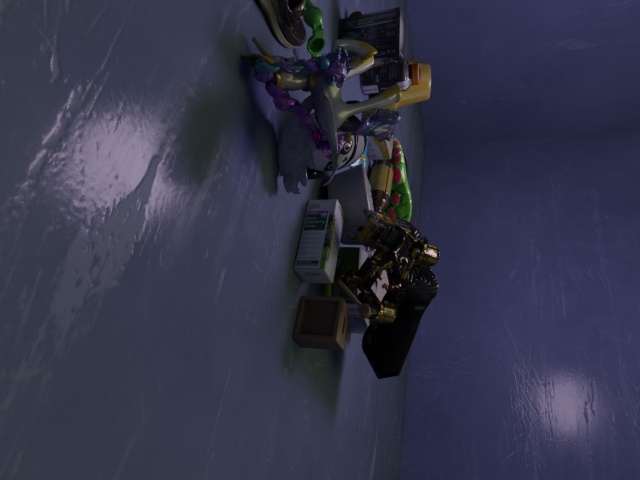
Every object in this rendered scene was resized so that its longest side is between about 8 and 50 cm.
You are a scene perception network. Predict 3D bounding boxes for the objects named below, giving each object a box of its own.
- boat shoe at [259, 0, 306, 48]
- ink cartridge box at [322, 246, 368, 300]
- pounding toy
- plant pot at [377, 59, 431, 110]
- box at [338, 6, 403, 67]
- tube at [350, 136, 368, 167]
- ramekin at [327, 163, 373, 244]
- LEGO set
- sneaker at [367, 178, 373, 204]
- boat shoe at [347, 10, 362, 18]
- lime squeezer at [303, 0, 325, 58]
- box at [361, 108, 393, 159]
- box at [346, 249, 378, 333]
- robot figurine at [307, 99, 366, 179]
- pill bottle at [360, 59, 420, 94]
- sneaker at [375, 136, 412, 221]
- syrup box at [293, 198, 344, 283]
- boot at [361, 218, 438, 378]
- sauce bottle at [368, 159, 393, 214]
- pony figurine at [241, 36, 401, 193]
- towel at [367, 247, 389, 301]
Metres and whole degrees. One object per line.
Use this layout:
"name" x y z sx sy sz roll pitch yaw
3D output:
"boat shoe" -0.080 -0.567 1.144 0.285 0.092 0.103 42 48 -67
"ink cartridge box" 0.090 0.114 1.642 0.255 0.096 0.189 34 58 -69
"pounding toy" 0.047 0.212 1.346 0.094 0.205 0.181 63 33 -54
"plant pot" 0.388 -0.736 2.230 0.254 0.238 0.254 -1 90 -85
"box" 0.177 -0.712 1.692 0.056 0.230 0.183 23 68 -66
"tube" 0.160 -0.375 1.920 0.080 0.052 0.207 18 67 -25
"ramekin" 0.106 -0.107 1.574 0.273 0.127 0.273 -10 90 -81
"LEGO set" 0.156 0.068 1.368 0.192 0.331 0.255 18 32 -34
"sneaker" 0.181 -0.174 1.940 0.106 0.078 0.235 -59 142 -52
"boat shoe" 0.124 -0.789 1.806 0.059 0.062 0.170 51 52 -65
"lime squeezer" -0.031 -0.568 1.306 0.058 0.109 0.311 -29 121 -36
"box" 0.253 -0.466 2.111 0.203 0.103 0.114 64 31 -52
"box" 0.161 0.200 1.867 0.169 0.087 0.290 65 31 -52
"robot figurine" 0.038 -0.287 1.368 0.278 0.173 0.209 -36 121 -68
"pill bottle" 0.302 -0.701 2.035 0.130 0.245 0.131 0 90 -71
"sneaker" 0.373 -0.267 2.346 0.202 0.185 0.484 -23 113 -66
"syrup box" 0.000 0.000 1.381 0.096 0.093 0.237 60 35 -55
"boot" 0.244 0.202 1.634 0.367 0.146 0.446 -95 -169 -48
"sauce bottle" 0.255 -0.202 2.113 0.111 0.111 0.345 67 31 -49
"pony figurine" 0.015 -0.303 1.114 0.363 0.302 0.352 -14 94 -29
"towel" 0.265 0.183 2.229 0.332 0.053 0.317 52 43 -61
